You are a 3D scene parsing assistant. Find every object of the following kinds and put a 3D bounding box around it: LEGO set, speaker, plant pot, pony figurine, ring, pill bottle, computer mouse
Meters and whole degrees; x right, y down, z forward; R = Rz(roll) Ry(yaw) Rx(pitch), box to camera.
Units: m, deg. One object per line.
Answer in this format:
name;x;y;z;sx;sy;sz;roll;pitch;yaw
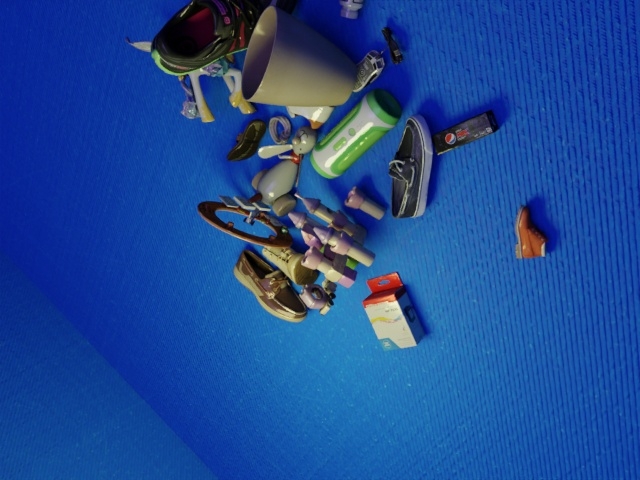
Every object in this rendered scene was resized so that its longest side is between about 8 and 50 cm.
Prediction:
LEGO set;-0.207;-0.101;1.888;0.244;0.182;0.060;42;117;40
speaker;0.099;-0.308;1.663;0.296;0.131;0.131;-40;86;39
plant pot;-0.048;-0.474;1.577;0.256;0.274;0.256;-36;48;54
pony figurine;-0.392;-0.572;1.819;0.351;0.303;0.363;-1;117;14
ring;-0.243;-0.064;1.885;0.336;0.336;0.032;28;105;21
pill bottle;0.088;-0.673;1.548;0.067;0.067;0.120;24;122;24
computer mouse;0.149;-0.496;1.600;0.193;0.042;0.106;-37;76;40

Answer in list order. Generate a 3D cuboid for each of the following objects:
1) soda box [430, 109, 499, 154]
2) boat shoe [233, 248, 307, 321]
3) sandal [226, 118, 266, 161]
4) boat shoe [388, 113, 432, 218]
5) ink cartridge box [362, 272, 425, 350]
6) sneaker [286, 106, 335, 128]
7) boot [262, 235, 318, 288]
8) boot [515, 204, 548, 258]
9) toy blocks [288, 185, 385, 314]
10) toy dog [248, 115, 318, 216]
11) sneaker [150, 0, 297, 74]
soda box;0.385;-0.289;1.523;0.169;0.053;0.060;-19;98;38
boat shoe;-0.175;0.157;2.067;0.342;0.123;0.123;41;129;21
sandal;-0.252;-0.343;1.918;0.219;0.090;0.060;-51;50;47
boat shoe;0.243;-0.203;1.610;0.108;0.102;0.301;-131;36;-54
ink cartridge box;0.228;0.233;1.846;0.134;0.078;0.231;-20;97;38
sneaker;-0.097;-0.453;1.746;0.290;0.106;0.123;43;125;10
boot;-0.114;0.059;1.925;0.203;0.262;0.095;39;85;18
boot;0.566;-0.024;1.520;0.084;0.059;0.158;2;120;30
toy blocks;0.000;0.000;1.732;0.260;0.288;0.309;29;131;-10
toy dog;-0.140;-0.222;1.834;0.220;0.161;0.334;28;124;27
sneaker;-0.254;-0.622;1.604;0.185;0.483;0.202;55;174;-14
